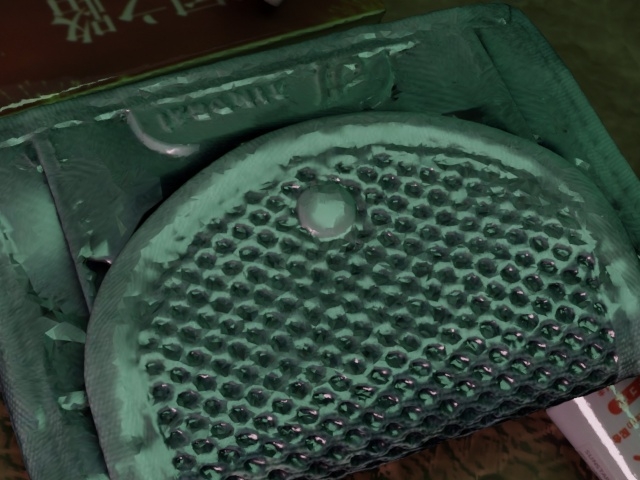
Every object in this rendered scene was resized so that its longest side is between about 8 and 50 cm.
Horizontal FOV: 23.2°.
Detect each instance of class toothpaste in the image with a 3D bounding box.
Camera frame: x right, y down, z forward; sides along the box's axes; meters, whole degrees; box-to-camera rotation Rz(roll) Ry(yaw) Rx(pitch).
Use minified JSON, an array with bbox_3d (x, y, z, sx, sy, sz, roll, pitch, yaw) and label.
[{"bbox_3d":[0.187,0.126,0.812,0.089,0.057,0.234,-37,83,-32],"label":"toothpaste"}]

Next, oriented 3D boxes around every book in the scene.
[{"bbox_3d":[-0.158,-0.246,0.941,0.262,0.028,0.374,-19,67,-30],"label":"book"}]

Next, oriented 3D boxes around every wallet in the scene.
[{"bbox_3d":[0.000,0.000,0.774,0.342,0.075,0.237,-16,60,-15],"label":"wallet"}]

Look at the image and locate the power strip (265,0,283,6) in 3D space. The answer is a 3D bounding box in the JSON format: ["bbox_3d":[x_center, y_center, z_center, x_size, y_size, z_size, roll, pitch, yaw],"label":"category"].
[{"bbox_3d":[0.014,-0.282,0.961,0.062,0.091,0.385,27,50,-5],"label":"power strip"}]
